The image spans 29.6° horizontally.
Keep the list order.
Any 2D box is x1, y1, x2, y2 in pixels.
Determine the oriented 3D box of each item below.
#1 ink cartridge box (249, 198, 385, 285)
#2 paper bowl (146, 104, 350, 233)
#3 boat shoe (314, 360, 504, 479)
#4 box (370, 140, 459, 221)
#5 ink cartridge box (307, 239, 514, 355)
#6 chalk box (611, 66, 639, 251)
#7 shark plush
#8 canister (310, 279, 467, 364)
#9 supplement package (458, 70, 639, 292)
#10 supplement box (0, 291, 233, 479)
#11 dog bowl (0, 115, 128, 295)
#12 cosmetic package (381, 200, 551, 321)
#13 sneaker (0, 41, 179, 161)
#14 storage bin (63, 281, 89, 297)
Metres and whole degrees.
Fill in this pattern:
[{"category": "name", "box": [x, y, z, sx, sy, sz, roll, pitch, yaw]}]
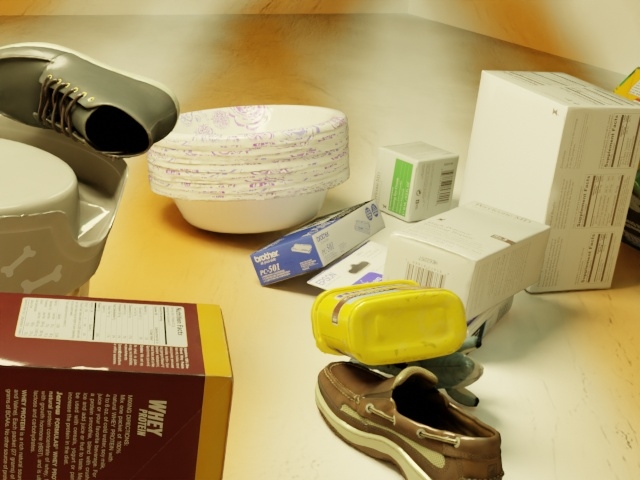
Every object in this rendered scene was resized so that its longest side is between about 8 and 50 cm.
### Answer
[{"category": "ink cartridge box", "box": [0.000, 0.000, 1.586, 0.097, 0.046, 0.207, -17, 7, 28]}, {"category": "paper bowl", "box": [-0.100, -0.101, 1.701, 0.284, 0.148, 0.284, -3, 16, 1]}, {"category": "boat shoe", "box": [0.086, 0.160, 1.146, 0.095, 0.095, 0.257, -6, 24, -36]}, {"category": "box", "box": [0.146, -0.093, 1.887, 0.102, 0.101, 0.087, -10, 25, -42]}, {"category": "ink cartridge box", "box": [0.114, 0.069, 1.495, 0.208, 0.045, 0.206, 18, 21, 20]}, {"category": "chalk box", "box": [0.524, -0.081, 1.799, 0.289, 0.179, 0.180, 48, -5, -34]}, {"category": "shark plush", "box": [0.103, 0.125, 1.284, 0.161, 0.073, 0.067, 15, 3, 34]}, {"category": "canister", "box": [0.067, 0.082, 1.225, 0.126, 0.073, 0.170, -7, 1, -11]}, {"category": "supplement package", "box": [0.314, -0.087, 1.691, 0.145, 0.262, 0.204, -2, 21, -27]}, {"category": "supplement box", "box": [-0.173, 0.154, 0.913, 0.194, 0.191, 0.129, 4, 20, -10]}, {"category": "dog bowl", "box": [-0.359, -0.034, 1.144, 0.348, 0.102, 0.349, 7, 19, -2]}, {"category": "cosmetic package", "box": [0.180, 0.021, 1.469, 0.117, 0.085, 0.231, 20, 22, 26]}, {"category": "sneaker", "box": [-0.259, -0.142, 1.214, 0.222, 0.083, 0.118, 10, 19, 2]}, {"category": "storage bin", "box": [-0.378, 0.051, 1.232, 0.262, 0.123, 0.260, 7, 19, -1]}]
